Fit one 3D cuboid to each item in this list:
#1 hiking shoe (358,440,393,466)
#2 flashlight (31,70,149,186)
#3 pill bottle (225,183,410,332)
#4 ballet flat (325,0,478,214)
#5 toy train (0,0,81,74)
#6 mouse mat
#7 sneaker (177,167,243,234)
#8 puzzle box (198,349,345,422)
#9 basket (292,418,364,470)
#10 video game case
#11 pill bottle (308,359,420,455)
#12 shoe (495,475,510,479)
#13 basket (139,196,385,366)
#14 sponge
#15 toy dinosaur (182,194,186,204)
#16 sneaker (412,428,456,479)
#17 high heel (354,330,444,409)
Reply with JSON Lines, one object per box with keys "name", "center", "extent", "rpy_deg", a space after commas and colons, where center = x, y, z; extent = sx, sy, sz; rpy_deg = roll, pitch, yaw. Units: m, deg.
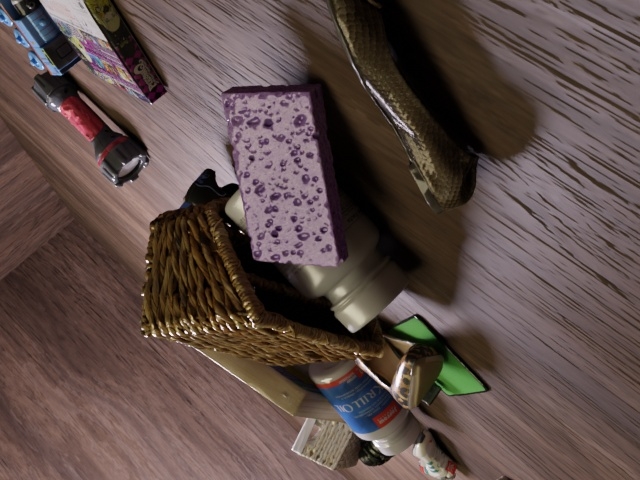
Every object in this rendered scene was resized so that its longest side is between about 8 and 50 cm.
{"name": "hiking shoe", "center": [0.136, 0.428, 1.817], "extent": [0.086, 0.114, 0.227], "rpy_deg": [40, 163, 18]}
{"name": "flashlight", "center": [-0.502, -0.249, 1.865], "extent": [0.304, 0.103, 0.103], "rpy_deg": [44, 138, 12]}
{"name": "pill bottle", "center": [0.000, 0.000, 1.104], "extent": [0.229, 0.131, 0.131], "rpy_deg": [47, 164, 0]}
{"name": "ballet flat", "center": [0.072, -0.133, 0.751], "extent": [0.249, 0.058, 0.084], "rpy_deg": [59, -164, -20]}
{"name": "toy train", "center": [-0.526, -0.394, 1.622], "extent": [0.105, 0.080, 0.184], "rpy_deg": [13, 142, 48]}
{"name": "mouse mat", "center": [0.173, 0.180, 1.323], "extent": [0.152, 0.007, 0.189], "rpy_deg": [46, 165, 2]}
{"name": "sneaker", "center": [-0.132, -0.038, 1.473], "extent": [0.232, 0.090, 0.081], "rpy_deg": [32, 177, -44]}
{"name": "puzzle box", "center": [-0.060, 0.276, 1.749], "extent": [0.272, 0.052, 0.409], "rpy_deg": [30, 179, 29]}
{"name": "basket", "center": [0.031, 0.422, 1.855], "extent": [0.103, 0.113, 0.167], "rpy_deg": [26, 179, 23]}
{"name": "video game case", "center": [-0.364, -0.335, 1.396], "extent": [0.232, 0.042, 0.210], "rpy_deg": [30, 157, 46]}
{"name": "pill bottle", "center": [0.087, 0.285, 1.582], "extent": [0.221, 0.124, 0.124], "rpy_deg": [52, 164, -20]}
{"name": "shoe", "center": [0.375, 0.493, 1.487], "extent": [0.219, 0.058, 0.076], "rpy_deg": [42, 144, 4]}
{"name": "basket", "center": [-0.065, 0.049, 1.207], "extent": [0.223, 0.213, 0.299], "rpy_deg": [-10, 159, 38]}
{"name": "sponge", "center": [-0.040, -0.072, 0.989], "extent": [0.117, 0.031, 0.210], "rpy_deg": [3, 116, 27]}
{"name": "toy dinosaur", "center": [-0.252, 0.010, 1.919], "extent": [0.118, 0.064, 0.268], "rpy_deg": [14, 148, 51]}
{"name": "sneaker", "center": [0.230, 0.425, 1.701], "extent": [0.075, 0.057, 0.161], "rpy_deg": [18, 150, 27]}
{"name": "high heel", "center": [0.091, 0.170, 1.313], "extent": [0.186, 0.093, 0.261], "rpy_deg": [35, 170, 19]}
